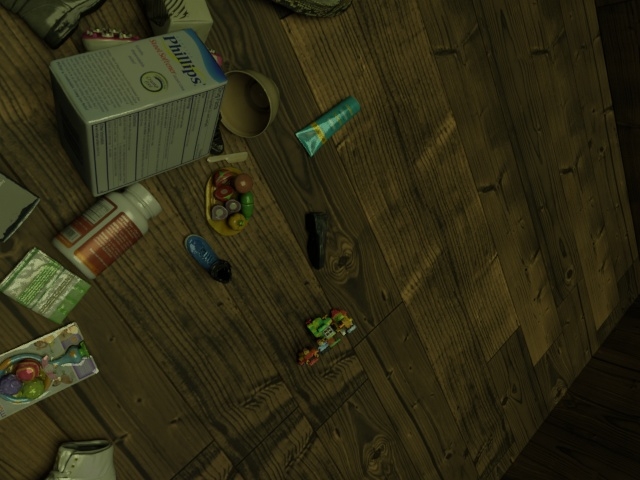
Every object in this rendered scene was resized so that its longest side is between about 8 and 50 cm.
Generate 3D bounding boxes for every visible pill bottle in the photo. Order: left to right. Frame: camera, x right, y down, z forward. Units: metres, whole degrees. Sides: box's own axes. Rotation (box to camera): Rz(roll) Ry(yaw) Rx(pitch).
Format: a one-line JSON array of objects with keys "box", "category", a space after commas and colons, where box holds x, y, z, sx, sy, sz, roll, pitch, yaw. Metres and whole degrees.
[{"box": [-0.460, -0.028, 1.134, 0.216, 0.121, 0.121, -46, 121, -20], "category": "pill bottle"}]

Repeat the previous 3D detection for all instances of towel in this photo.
[{"box": [-0.596, 0.100, 1.124, 0.113, 0.023, 0.152, -53, 125, -14], "category": "towel"}]

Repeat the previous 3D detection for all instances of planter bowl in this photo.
[{"box": [-0.168, -0.349, 1.282, 0.109, 0.162, 0.162, -49, 127, -51], "category": "planter bowl"}]

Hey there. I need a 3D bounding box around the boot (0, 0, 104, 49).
[{"box": [-0.522, -0.522, 1.035, 0.161, 0.083, 0.246, 44, 71, -26], "category": "boot"}]

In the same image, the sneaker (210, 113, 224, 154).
[{"box": [-0.267, -0.284, 1.248, 0.051, 0.089, 0.170, -35, 116, -26], "category": "sneaker"}]

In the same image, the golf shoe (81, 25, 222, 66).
[{"box": [-0.370, -0.388, 1.160, 0.306, 0.115, 0.140, -6, 118, -34], "category": "golf shoe"}]

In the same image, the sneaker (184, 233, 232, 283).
[{"box": [-0.276, 0.048, 1.301, 0.058, 0.084, 0.152, -42, 119, -22], "category": "sneaker"}]

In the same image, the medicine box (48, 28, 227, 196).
[{"box": [-0.364, -0.256, 1.058, 0.289, 0.263, 0.149, -28, 78, -30], "category": "medicine box"}]

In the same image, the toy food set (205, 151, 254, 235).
[{"box": [-0.222, -0.116, 1.319, 0.128, 0.071, 0.218, -6, 101, -35], "category": "toy food set"}]

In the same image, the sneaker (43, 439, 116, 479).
[{"box": [-0.602, 0.539, 1.147, 0.292, 0.108, 0.169, -6, 100, -45], "category": "sneaker"}]

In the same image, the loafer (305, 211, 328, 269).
[{"box": [0.000, 0.000, 1.507, 0.061, 0.062, 0.170, -12, 106, -39], "category": "loafer"}]

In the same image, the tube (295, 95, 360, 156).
[{"box": [0.024, -0.332, 1.479, 0.207, 0.052, 0.080, -42, 110, -15], "category": "tube"}]

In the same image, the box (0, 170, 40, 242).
[{"box": [-0.654, -0.103, 0.962, 0.207, 0.153, 0.108, 42, 74, -32], "category": "box"}]

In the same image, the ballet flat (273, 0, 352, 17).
[{"box": [-0.066, -0.659, 1.271, 0.483, 0.182, 0.164, -4, 99, -35], "category": "ballet flat"}]

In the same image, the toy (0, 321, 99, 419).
[{"box": [-0.618, 0.291, 1.116, 0.237, 0.056, 0.137, -26, 111, -29], "category": "toy"}]

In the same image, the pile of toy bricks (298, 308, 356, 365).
[{"box": [0.002, 0.274, 1.540, 0.212, 0.118, 0.105, -37, 85, -15], "category": "pile of toy bricks"}]

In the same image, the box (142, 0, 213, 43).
[{"box": [-0.323, -0.540, 1.084, 0.094, 0.113, 0.275, -16, 79, -32], "category": "box"}]
